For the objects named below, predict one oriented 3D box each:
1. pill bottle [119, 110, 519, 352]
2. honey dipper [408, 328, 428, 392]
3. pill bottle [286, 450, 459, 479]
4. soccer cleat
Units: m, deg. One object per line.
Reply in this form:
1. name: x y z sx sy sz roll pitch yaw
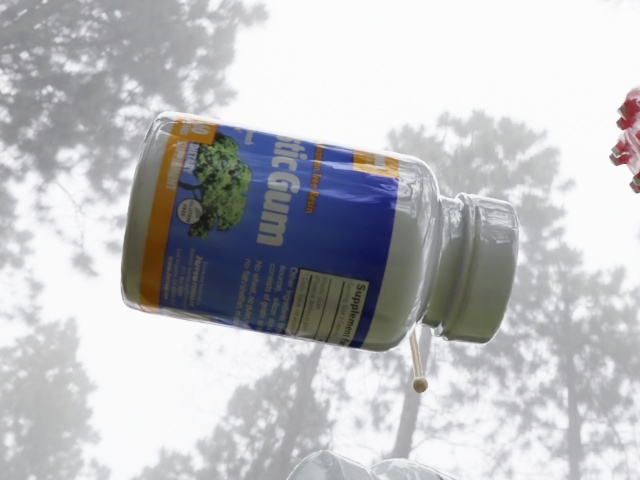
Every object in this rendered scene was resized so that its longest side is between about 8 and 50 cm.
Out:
1. pill bottle: 0.000 0.000 0.699 0.272 0.152 0.152 10 -58 -4
2. honey dipper: 0.107 0.118 1.086 0.031 0.160 0.030 0 -57 0
3. pill bottle: 0.112 0.324 0.934 0.319 0.176 0.176 28 -56 -23
4. soccer cleat: 0.317 -0.104 0.829 0.095 0.248 0.083 -36 -103 4
